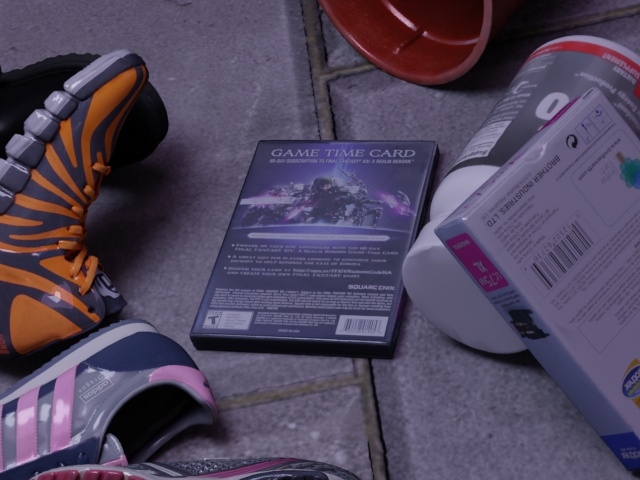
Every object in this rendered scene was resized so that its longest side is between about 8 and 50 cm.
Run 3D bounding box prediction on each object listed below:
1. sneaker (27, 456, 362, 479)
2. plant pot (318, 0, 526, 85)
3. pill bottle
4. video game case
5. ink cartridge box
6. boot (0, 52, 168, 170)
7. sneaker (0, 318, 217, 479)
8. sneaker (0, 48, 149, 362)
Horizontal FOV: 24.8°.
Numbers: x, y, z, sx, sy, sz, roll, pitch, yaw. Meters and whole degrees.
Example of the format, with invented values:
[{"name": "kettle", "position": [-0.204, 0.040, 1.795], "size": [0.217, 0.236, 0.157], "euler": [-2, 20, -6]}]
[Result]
[{"name": "sneaker", "position": [-0.104, 0.234, 1.174], "size": [0.299, 0.120, 0.112], "euler": [0, 3, 5]}, {"name": "plant pot", "position": [0.161, -0.352, 1.590], "size": [0.272, 0.272, 0.265], "euler": [28, 51, 35]}, {"name": "pill bottle", "position": [0.201, -0.043, 1.326], "size": [0.161, 0.161, 0.283], "euler": [16, 52, 28]}, {"name": "video game case", "position": [0.000, 0.000, 1.437], "size": [0.196, 0.026, 0.274], "euler": [1, 46, 16]}, {"name": "ink cartridge box", "position": [0.256, 0.051, 1.197], "size": [0.186, 0.065, 0.311], "euler": [-42, 94, -26]}, {"name": "boot", "position": [-0.350, -0.065, 1.515], "size": [0.348, 0.131, 0.260], "euler": [-3, 38, 27]}, {"name": "sneaker", "position": [-0.232, 0.192, 1.247], "size": [0.319, 0.112, 0.131], "euler": [-39, 46, -21]}, {"name": "sneaker", "position": [-0.234, -0.020, 1.400], "size": [0.180, 0.124, 0.321], "euler": [40, 94, 1]}]
